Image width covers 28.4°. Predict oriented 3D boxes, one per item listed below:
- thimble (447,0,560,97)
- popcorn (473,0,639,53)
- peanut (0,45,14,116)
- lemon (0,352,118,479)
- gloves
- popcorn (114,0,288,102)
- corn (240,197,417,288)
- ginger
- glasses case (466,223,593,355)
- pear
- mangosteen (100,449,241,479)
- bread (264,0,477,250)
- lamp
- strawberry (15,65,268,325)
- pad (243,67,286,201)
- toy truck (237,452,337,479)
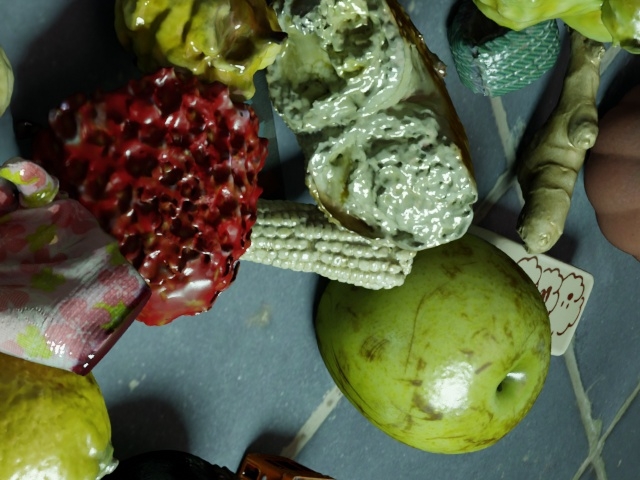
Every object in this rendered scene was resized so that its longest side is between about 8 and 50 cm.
[{"bbox_3d":[0.222,-0.247,1.535,0.135,0.118,0.090,-38,133,-11],"label":"thimble"},{"bbox_3d":[0.248,-0.365,1.360,0.274,0.279,0.335,62,38,-78],"label":"popcorn"},{"bbox_3d":[-0.314,-0.157,0.928,0.229,0.098,0.103,51,42,-48],"label":"peanut"},{"bbox_3d":[-0.280,0.156,1.052,0.192,0.231,0.192,20,90,-86],"label":"lemon"},{"bbox_3d":[-0.258,0.003,0.990,0.145,0.241,0.126,-52,179,-3],"label":"gloves"},{"bbox_3d":[-0.107,-0.194,1.140,0.167,0.152,0.148,19,67,-53],"label":"popcorn"},{"bbox_3d":[0.000,0.000,1.371,0.211,0.087,0.087,11,104,-9],"label":"corn"},{"bbox_3d":[0.329,-0.143,1.727,0.148,0.081,0.333,-95,-158,-85],"label":"ginger"},{"bbox_3d":[0.280,0.076,1.826,0.336,0.076,0.144,17,97,-54],"label":"glasses case"},{"bbox_3d":[0.136,0.115,1.512,0.283,0.283,0.283,-29,130,-40],"label":"pear"},{"bbox_3d":[-0.166,0.329,1.306,0.243,0.243,0.243,-29,130,-40],"label":"mangosteen"},{"bbox_3d":[0.045,-0.153,1.313,0.314,0.171,0.192,59,19,-24],"label":"bread"},{"bbox_3d":[0.538,-0.101,1.918,0.305,0.239,0.305,-1,92,-15],"label":"lamp"},{"bbox_3d":[-0.142,-0.023,1.104,0.234,0.178,0.234,-13,143,-10],"label":"strawberry"},{"bbox_3d":[-0.092,-0.072,1.334,0.143,0.003,0.211,-38,136,-33],"label":"pad"},{"bbox_3d":[-0.074,0.389,1.526,0.107,0.114,0.252,20,92,-54],"label":"toy truck"}]
